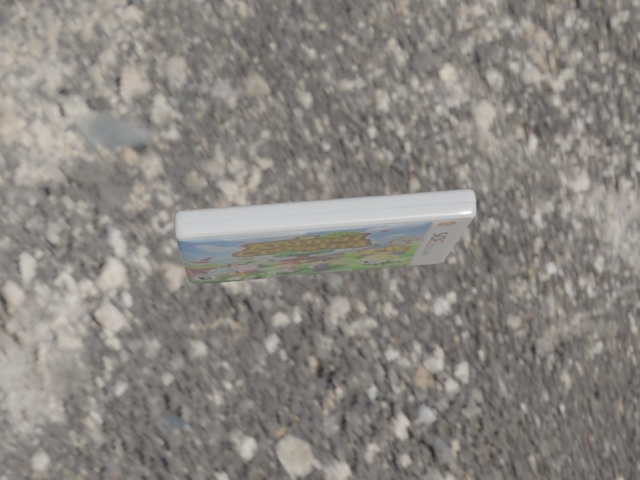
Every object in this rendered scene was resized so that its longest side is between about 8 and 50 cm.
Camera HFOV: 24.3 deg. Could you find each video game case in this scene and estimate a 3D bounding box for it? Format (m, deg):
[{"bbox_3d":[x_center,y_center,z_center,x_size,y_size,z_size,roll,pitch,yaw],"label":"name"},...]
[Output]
[{"bbox_3d":[0.000,0.000,1.126,0.212,0.193,0.023,-4,79,-3],"label":"video game case"}]
